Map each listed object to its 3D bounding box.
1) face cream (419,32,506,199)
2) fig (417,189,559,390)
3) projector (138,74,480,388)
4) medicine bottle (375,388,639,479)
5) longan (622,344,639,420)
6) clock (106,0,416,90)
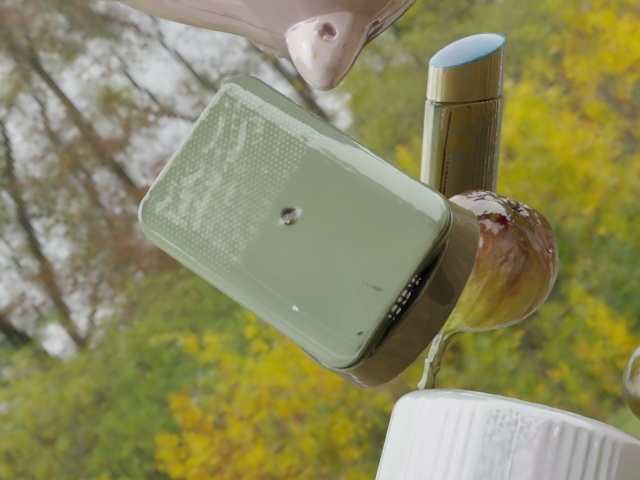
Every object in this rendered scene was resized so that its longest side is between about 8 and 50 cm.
[{"bbox_3d":[0.174,-0.110,1.941,0.139,0.067,0.285,-15,-67,-49],"label":"face cream"},{"bbox_3d":[0.178,0.060,1.721,0.160,0.143,0.231,14,-95,-59],"label":"fig"},{"bbox_3d":[0.000,0.000,1.234,0.163,0.242,0.177,-57,-12,0],"label":"projector"},{"bbox_3d":[0.083,0.291,0.919,0.242,0.242,0.395,86,-161,-82],"label":"medicine bottle"},{"bbox_3d":[0.255,0.105,1.131,0.083,0.075,0.075,28,-62,-39],"label":"longan"},{"bbox_3d":[-0.060,-0.319,1.210,0.368,0.376,0.250,-49,-11,-19],"label":"clock"}]
